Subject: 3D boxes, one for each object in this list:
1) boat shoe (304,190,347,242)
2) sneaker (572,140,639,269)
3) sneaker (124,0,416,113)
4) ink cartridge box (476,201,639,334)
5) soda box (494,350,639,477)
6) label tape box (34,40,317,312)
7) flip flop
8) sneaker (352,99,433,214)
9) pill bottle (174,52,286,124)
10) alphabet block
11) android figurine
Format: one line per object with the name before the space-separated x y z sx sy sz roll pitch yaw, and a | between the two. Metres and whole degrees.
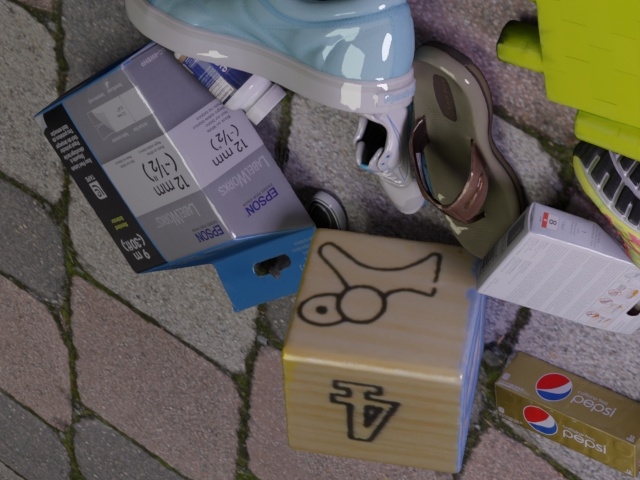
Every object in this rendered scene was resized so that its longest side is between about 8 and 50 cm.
boat shoe | 0.000 0.000 2.065 0.049 0.040 0.142 29 147 20
sneaker | 0.310 -0.013 1.668 0.208 0.081 0.094 44 151 -4
sneaker | -0.048 -0.250 1.759 0.366 0.135 0.150 22 120 31
ink cartridge box | 0.268 0.031 1.792 0.179 0.045 0.145 14 150 -12
soda box | 0.288 0.194 1.968 0.181 0.058 0.061 22 143 29
label tape box | -0.160 -0.055 2.064 0.249 0.115 0.347 -18 105 56
flip flop | 0.135 -0.079 1.776 0.112 0.080 0.277 21 146 32
sneaker | 0.067 -0.090 1.841 0.071 0.083 0.190 18 143 31
pill bottle | -0.096 -0.185 1.918 0.120 0.067 0.067 44 149 -4
alphabet block | 0.074 0.121 1.934 0.197 0.192 0.193 8 139 10
android figurine | 0.273 -0.173 1.539 0.273 0.056 0.248 24 144 31
